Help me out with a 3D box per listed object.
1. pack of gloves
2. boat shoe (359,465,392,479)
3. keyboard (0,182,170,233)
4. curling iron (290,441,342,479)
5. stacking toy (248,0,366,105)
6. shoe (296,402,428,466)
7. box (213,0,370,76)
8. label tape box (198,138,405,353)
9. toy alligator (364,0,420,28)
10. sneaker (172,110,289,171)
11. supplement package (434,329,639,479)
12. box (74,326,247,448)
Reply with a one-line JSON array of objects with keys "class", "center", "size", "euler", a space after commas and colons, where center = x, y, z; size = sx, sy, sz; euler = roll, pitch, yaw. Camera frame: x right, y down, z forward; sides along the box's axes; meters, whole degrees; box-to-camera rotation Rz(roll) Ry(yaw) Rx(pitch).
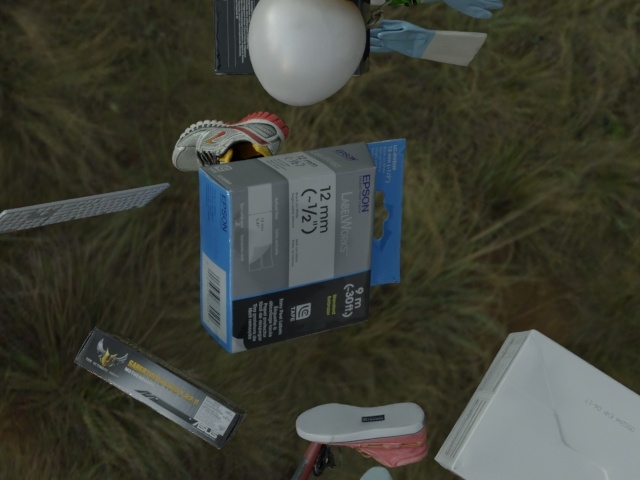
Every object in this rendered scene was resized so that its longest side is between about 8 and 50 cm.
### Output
[{"class": "pack of gloves", "center": [0.172, -0.371, 1.618], "size": [0.232, 0.195, 0.046], "euler": [3, 61, -19]}, {"class": "boat shoe", "center": [0.061, 0.471, 1.687], "size": [0.183, 0.083, 0.065], "euler": [-40, 44, -19]}, {"class": "keyboard", "center": [-0.308, -0.041, 1.281], "size": [0.256, 0.072, 0.014], "euler": [-15, 83, -48]}, {"class": "curling iron", "center": [-0.037, 0.398, 1.497], "size": [0.068, 0.035, 0.274], "euler": [54, 45, -23]}, {"class": "stacking toy", "center": [0.040, -0.363, 0.962], "size": [0.350, 0.350, 0.480], "euler": [19, 96, -9]}, {"class": "shoe", "center": [0.058, 0.270, 1.365], "size": [0.177, 0.081, 0.063], "euler": [-5, 35, 9]}, {"class": "box", "center": [-0.032, -0.336, 1.226], "size": [0.184, 0.103, 0.261], "euler": [3, 103, 12]}, {"class": "label tape box", "center": [0.000, 0.000, 1.466], "size": [0.347, 0.115, 0.249], "euler": [-10, 116, -26]}, {"class": "toy alligator", "center": [0.098, -0.279, 1.074], "size": [0.051, 0.056, 0.190], "euler": [49, 56, -37]}, {"class": "sneaker", "center": [-0.166, -0.156, 1.709], "size": [0.088, 0.225, 0.093], "euler": [54, 39, -34]}, {"class": "supplement package", "center": [0.314, 0.269, 1.269], "size": [0.261, 0.145, 0.204], "euler": [32, 83, 3]}, {"class": "box", "center": [-0.215, 0.205, 1.394], "size": [0.231, 0.183, 0.056], "euler": [31, 83, 4]}]
